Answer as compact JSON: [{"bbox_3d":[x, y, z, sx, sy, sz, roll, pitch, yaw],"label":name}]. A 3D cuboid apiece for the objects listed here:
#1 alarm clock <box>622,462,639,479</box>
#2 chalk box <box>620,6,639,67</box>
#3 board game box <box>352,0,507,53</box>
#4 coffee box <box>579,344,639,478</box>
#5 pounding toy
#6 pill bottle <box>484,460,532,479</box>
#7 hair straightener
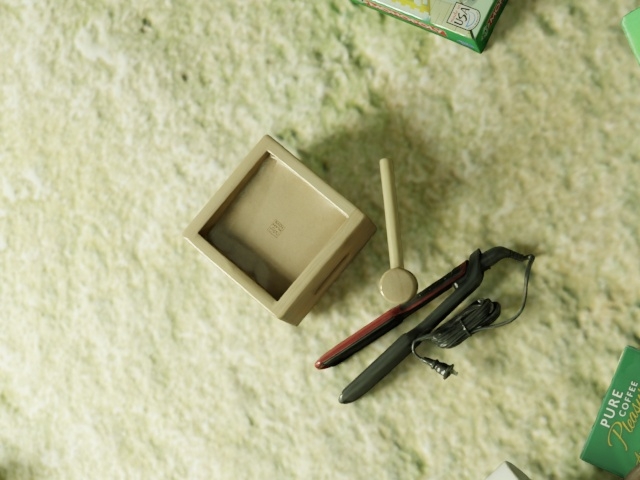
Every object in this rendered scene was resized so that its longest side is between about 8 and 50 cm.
[{"bbox_3d":[0.288,0.248,0.981,0.192,0.064,0.129,-50,62,7],"label":"alarm clock"},{"bbox_3d":[0.372,-0.215,1.054,0.213,0.132,0.132,-23,73,12],"label":"chalk box"},{"bbox_3d":[0.133,-0.369,1.206,0.213,0.046,0.317,25,88,19],"label":"board game box"},{"bbox_3d":[0.330,0.175,1.042,0.184,0.040,0.113,20,86,20],"label":"coffee box"},{"bbox_3d":[0.010,-0.004,1.154,0.206,0.094,0.181,40,90,14],"label":"pounding toy"},{"bbox_3d":[0.114,0.299,1.044,0.221,0.124,0.124,-47,70,4],"label":"pill bottle"},{"bbox_3d":[0.110,0.088,1.134,0.230,0.047,0.089,-34,72,4],"label":"hair straightener"}]
